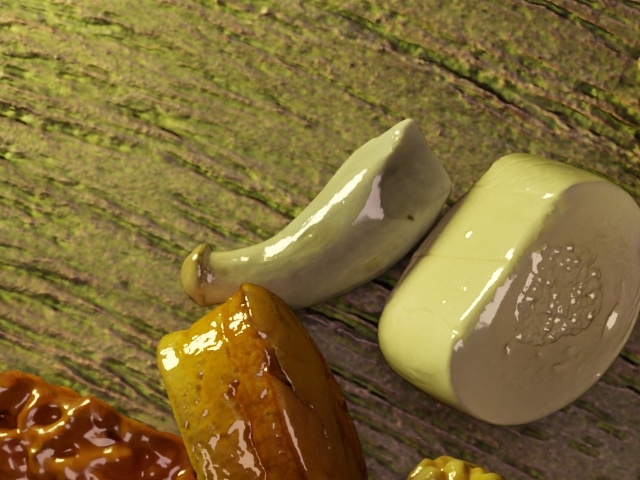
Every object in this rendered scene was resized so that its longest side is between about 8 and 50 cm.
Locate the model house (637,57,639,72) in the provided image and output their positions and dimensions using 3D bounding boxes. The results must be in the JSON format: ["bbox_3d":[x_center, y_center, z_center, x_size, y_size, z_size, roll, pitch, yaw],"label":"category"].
[{"bbox_3d":[0.425,-0.090,1.241,0.261,0.321,0.266,-28,53,31],"label":"model house"}]

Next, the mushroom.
[{"bbox_3d":[0.000,0.000,1.292,0.270,0.103,0.118,-32,79,-2],"label":"mushroom"}]

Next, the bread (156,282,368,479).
[{"bbox_3d":[-0.042,0.174,1.204,0.143,0.195,0.269,-25,76,4],"label":"bread"}]

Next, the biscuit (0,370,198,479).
[{"bbox_3d":[-0.285,0.278,1.221,0.318,0.110,0.312,21,79,5],"label":"biscuit"}]

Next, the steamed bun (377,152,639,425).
[{"bbox_3d":[0.179,0.049,1.234,0.155,0.200,0.250,43,81,-22],"label":"steamed bun"}]

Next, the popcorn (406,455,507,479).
[{"bbox_3d":[0.126,0.298,1.205,0.163,0.140,0.194,21,80,10],"label":"popcorn"}]
